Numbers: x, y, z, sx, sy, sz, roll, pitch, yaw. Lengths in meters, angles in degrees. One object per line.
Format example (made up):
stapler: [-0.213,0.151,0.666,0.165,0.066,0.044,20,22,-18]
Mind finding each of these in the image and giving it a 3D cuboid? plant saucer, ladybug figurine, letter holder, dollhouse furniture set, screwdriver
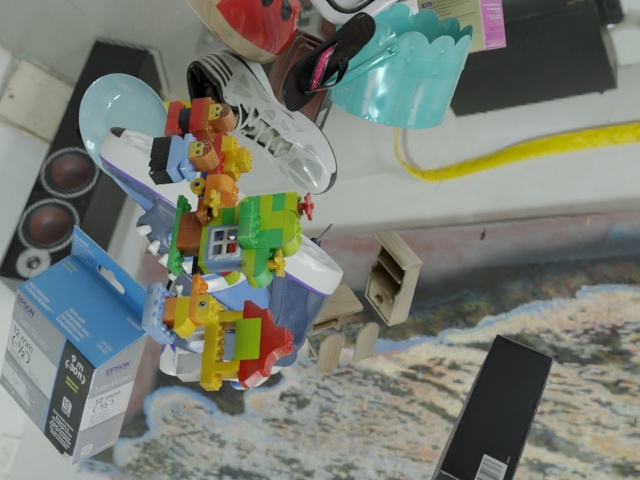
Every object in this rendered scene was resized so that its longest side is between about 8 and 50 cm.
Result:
plant saucer: [-0.338,-0.200,1.192,0.194,0.195,0.037,2,-161,20]
ladybug figurine: [-0.174,-0.577,1.522,0.161,0.305,0.449,-20,164,22]
letter holder: [-0.075,-0.438,1.950,0.214,0.152,0.302,27,117,7]
dollhouse furniture set: [0.052,0.094,1.270,0.242,0.212,0.161,-13,132,-25]
screwdriver: [0.000,0.000,0.981,0.025,0.024,0.170,57,162,-1]

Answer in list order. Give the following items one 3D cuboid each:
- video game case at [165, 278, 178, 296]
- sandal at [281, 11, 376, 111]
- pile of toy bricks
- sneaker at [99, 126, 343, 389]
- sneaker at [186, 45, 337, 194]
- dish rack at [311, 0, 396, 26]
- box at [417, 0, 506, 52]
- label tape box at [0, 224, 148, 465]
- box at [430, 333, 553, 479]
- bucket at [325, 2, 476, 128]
video game case: [-0.191,0.059,1.410,0.248,0.275,0.035,31,-167,25]
sandal: [0.015,-0.253,0.965,0.179,0.040,0.067,-43,147,6]
pile of toy bricks: [-0.056,-0.010,0.486,0.105,0.212,0.118,-5,149,9]
sneaker: [-0.157,0.049,0.777,0.322,0.236,0.130,33,-169,-17]
sneaker: [-0.163,-0.260,1.616,0.447,0.257,0.169,49,124,-2]
dish rack: [0.046,-0.508,1.042,0.333,0.285,0.072,54,175,4]
box: [0.406,-0.664,1.949,0.117,0.243,0.213,-20,-165,-41]
label tape box: [-0.446,0.186,1.207,0.249,0.348,0.115,36,-149,26]
box: [0.258,0.308,1.050,0.103,0.261,0.184,23,141,17]
bucket: [0.146,-0.345,1.297,0.281,0.281,0.183,12,118,-2]
